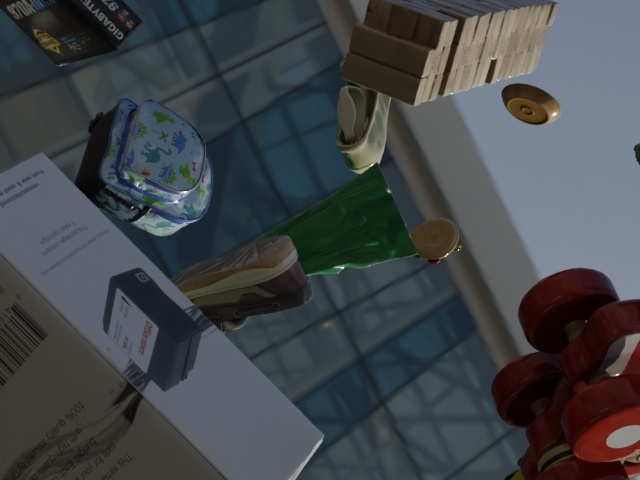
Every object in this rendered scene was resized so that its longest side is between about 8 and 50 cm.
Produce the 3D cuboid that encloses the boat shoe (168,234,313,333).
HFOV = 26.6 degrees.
[{"bbox_3d":[-0.124,0.072,1.701,0.285,0.103,0.092,-20,-75,41],"label":"boat shoe"}]

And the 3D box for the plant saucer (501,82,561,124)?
[{"bbox_3d":[0.274,-0.175,1.779,0.083,0.015,0.083,23,-23,10],"label":"plant saucer"}]

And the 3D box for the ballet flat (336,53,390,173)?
[{"bbox_3d":[0.061,-0.215,1.906,0.086,0.086,0.248,128,-28,-60],"label":"ballet flat"}]

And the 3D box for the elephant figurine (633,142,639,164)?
[{"bbox_3d":[0.442,-0.123,1.243,0.186,0.239,0.169,28,-1,43],"label":"elephant figurine"}]

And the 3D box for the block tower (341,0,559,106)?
[{"bbox_3d":[0.154,-0.224,1.485,0.097,0.335,0.091,25,-65,23],"label":"block tower"}]

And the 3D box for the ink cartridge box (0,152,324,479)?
[{"bbox_3d":[-0.188,0.126,1.015,0.307,0.129,0.223,45,-60,1],"label":"ink cartridge box"}]

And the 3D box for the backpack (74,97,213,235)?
[{"bbox_3d":[-0.151,-0.063,1.225,0.114,0.105,0.084,31,-38,-31],"label":"backpack"}]

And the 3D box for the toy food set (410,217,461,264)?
[{"bbox_3d":[0.188,0.000,2.220,0.020,0.083,0.083,56,11,-50],"label":"toy food set"}]

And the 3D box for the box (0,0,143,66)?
[{"bbox_3d":[-0.322,-0.292,1.603,0.175,0.051,0.220,46,-19,-23],"label":"box"}]

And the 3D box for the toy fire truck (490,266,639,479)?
[{"bbox_3d":[0.325,0.158,1.355,0.302,0.254,0.169,101,-20,-46],"label":"toy fire truck"}]

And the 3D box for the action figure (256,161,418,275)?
[{"bbox_3d":[0.000,0.000,1.853,0.063,0.232,0.137,-57,123,-84],"label":"action figure"}]

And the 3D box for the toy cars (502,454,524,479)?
[{"bbox_3d":[0.328,0.381,1.761,0.393,0.087,0.176,21,-43,61],"label":"toy cars"}]
